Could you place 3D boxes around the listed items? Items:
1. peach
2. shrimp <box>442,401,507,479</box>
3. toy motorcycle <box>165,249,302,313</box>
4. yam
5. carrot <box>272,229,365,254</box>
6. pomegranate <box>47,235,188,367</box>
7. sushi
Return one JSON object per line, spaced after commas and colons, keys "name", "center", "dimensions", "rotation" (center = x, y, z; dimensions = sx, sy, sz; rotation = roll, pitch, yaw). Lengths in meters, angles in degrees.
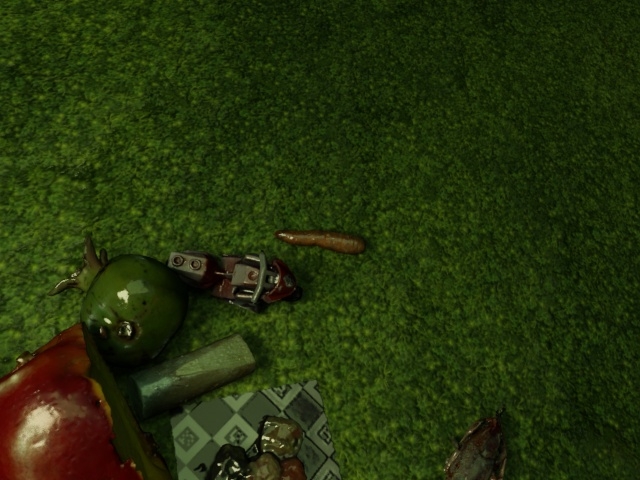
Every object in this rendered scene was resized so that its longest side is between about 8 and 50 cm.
{"name": "peach", "center": [-0.268, 0.248, 0.580], "dimensions": [0.154, 0.159, 0.267], "rotation": [-24, 107, -11]}
{"name": "shrimp", "center": [0.233, 0.318, 0.784], "dimensions": [0.075, 0.073, 0.190], "rotation": [38, 62, -1]}
{"name": "toy motorcycle", "center": [-0.126, 0.057, 0.784], "dimensions": [0.213, 0.122, 0.082], "rotation": [13, 72, -10]}
{"name": "yam", "center": [-0.175, 0.184, 0.725], "dimensions": [0.170, 0.068, 0.068], "rotation": [-19, 69, -25]}
{"name": "carrot", "center": [0.000, -0.002, 0.910], "dimensions": [0.165, 0.035, 0.035], "rotation": [10, 59, -10]}
{"name": "pomegranate", "center": [-0.273, 0.075, 0.712], "dimensions": [0.191, 0.131, 0.152], "rotation": [38, 94, 21]}
{"name": "sushi", "center": [-0.072, 0.309, 0.700], "dimensions": [0.220, 0.047, 0.231], "rotation": [-6, 64, -21]}
